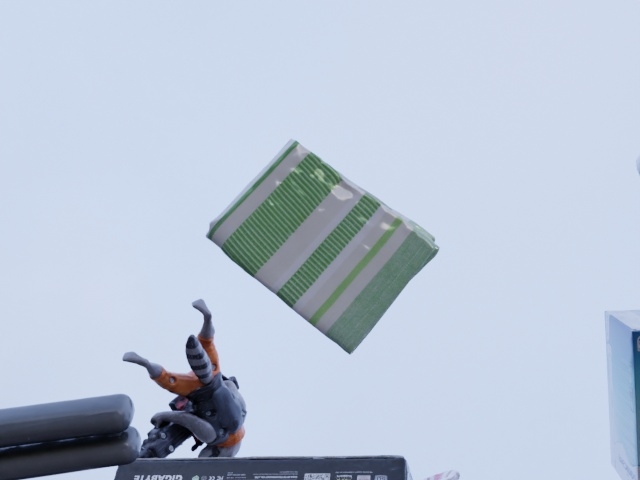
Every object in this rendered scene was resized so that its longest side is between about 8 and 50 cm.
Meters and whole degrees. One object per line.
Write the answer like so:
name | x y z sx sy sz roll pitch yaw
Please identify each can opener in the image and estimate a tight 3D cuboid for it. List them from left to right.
can opener | -0.315 0.206 0.788 0.280 0.093 0.074 -8 -69 -6

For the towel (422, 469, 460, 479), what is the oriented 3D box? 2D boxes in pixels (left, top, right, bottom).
towel | 0.084 0.365 1.134 0.197 0.144 0.029 -34 -108 24

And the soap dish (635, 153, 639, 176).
soap dish | 0.385 0.010 0.669 0.118 0.229 0.290 -28 -97 8

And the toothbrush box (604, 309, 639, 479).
toothbrush box | 0.577 0.278 1.428 0.126 0.216 0.295 -2 -87 7

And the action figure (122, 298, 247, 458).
action figure | -0.266 0.339 1.690 0.179 0.341 0.330 -3 -59 41

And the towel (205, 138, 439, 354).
towel | 0.000 0.000 1.373 0.325 0.248 0.038 37 -19 16

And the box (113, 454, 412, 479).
box | -0.073 0.338 0.805 0.322 0.257 0.079 -4 -47 11
